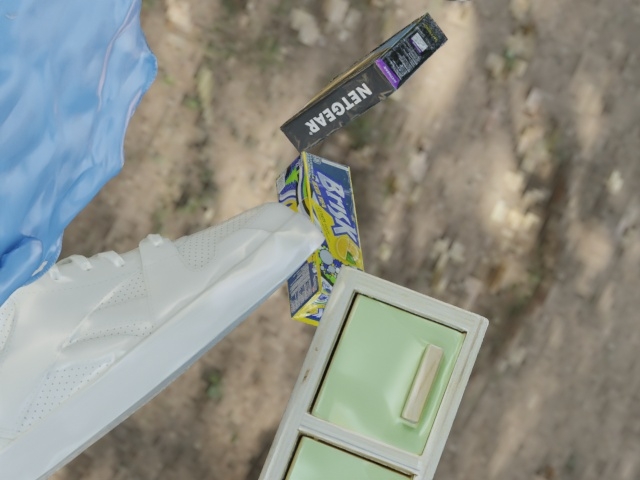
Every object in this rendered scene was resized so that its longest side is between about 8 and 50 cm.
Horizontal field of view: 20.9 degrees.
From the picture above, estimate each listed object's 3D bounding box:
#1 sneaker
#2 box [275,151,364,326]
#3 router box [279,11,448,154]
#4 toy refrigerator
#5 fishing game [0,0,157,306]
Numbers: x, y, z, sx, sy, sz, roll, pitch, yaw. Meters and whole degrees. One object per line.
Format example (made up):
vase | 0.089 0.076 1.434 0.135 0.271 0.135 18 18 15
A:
sneaker | -0.148 0.024 0.933 0.292 0.169 0.108 -36 174 -24
box | 0.000 0.000 1.669 0.059 0.169 0.054 18 138 -30
router box | 0.050 -0.181 2.006 0.179 0.046 0.133 -32 -170 44
toy refrigerator | 0.011 0.162 1.089 0.094 0.102 0.270 98 14 -75
fishing game | -0.122 -0.055 0.672 0.264 0.041 0.189 -58 160 -19
